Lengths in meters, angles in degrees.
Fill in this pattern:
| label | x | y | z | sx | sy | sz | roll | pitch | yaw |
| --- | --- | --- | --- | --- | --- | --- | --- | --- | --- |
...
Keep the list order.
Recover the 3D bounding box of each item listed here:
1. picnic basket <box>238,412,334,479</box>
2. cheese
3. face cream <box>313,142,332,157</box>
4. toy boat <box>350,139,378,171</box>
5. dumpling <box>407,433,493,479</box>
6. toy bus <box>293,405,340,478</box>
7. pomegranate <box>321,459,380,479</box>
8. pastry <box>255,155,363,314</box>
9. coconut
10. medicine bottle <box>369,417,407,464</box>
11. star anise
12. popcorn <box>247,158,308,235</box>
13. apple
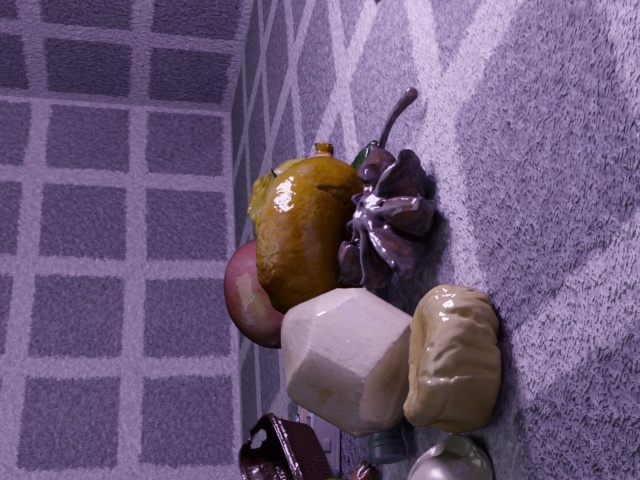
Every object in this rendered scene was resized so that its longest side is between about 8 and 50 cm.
| label | x | y | z | sx | sy | sz | roll | pitch | yaw |
| --- | --- | --- | --- | --- | --- | --- | --- | --- | --- |
| picnic basket | -0.065 | 0.558 | 1.849 | 0.222 | 0.129 | 0.296 | -58 | 42 | 31 |
| cheese | 0.187 | 0.174 | 1.191 | 0.226 | 0.117 | 0.213 | 122 | 154 | -73 |
| face cream | 0.004 | -0.169 | 2.144 | 0.072 | 0.051 | 0.182 | -156 | 68 | -77 |
| toy boat | 0.096 | -0.149 | 1.757 | 0.210 | 0.052 | 0.104 | 140 | 128 | -74 |
| dumpling | 0.182 | 0.356 | 1.214 | 0.169 | 0.100 | 0.134 | 111 | 169 | -50 |
| toy bus | -0.004 | 0.528 | 1.979 | 0.138 | 0.097 | 0.342 | 156 | 117 | -68 |
| pomegranate | 0.053 | 0.543 | 1.628 | 0.209 | 0.180 | 0.180 | -52 | 4 | -16 |
| pastry | 0.000 | 0.000 | 1.625 | 0.356 | 0.164 | 0.355 | -28 | -58 | -57 |
| coconut | 0.045 | 0.201 | 1.394 | 0.266 | 0.237 | 0.237 | 30 | 128 | 25 |
| medicine bottle | 0.115 | 0.304 | 1.512 | 0.090 | 0.091 | 0.216 | 113 | 155 | -57 |
| star anise | 0.136 | -0.055 | 1.456 | 0.359 | 0.139 | 0.315 | -61 | 34 | 30 |
| popcorn | -0.061 | -0.096 | 1.996 | 0.252 | 0.215 | 0.286 | -57 | 13 | -29 |
| apple | -0.108 | 0.128 | 2.093 | 0.235 | 0.306 | 0.305 | -19 | 67 | 50 |
